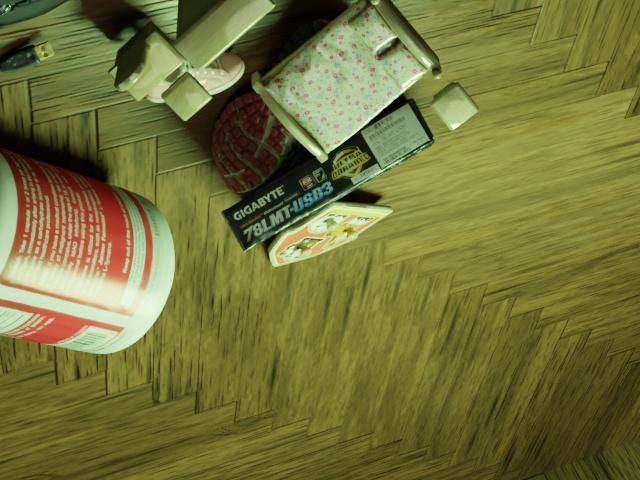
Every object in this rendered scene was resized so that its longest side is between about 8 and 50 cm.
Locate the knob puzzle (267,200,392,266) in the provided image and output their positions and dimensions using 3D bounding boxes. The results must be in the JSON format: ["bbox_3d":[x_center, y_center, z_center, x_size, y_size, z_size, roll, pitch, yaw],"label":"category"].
[{"bbox_3d":[0.000,0.000,2.166,0.213,0.030,0.213,-21,163,-7],"label":"knob puzzle"}]

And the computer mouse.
[{"bbox_3d":[-0.327,-0.259,1.542,0.262,0.060,0.184,-28,148,4],"label":"computer mouse"}]

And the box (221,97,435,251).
[{"bbox_3d":[0.018,-0.091,1.908,0.293,0.073,0.295,-28,-179,5],"label":"box"}]

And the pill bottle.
[{"bbox_3d":[-0.397,0.004,1.721,0.229,0.229,0.408,-41,146,23],"label":"pill bottle"}]

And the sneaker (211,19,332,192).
[{"bbox_3d":[-0.033,-0.169,1.842,0.299,0.121,0.112,-42,158,31],"label":"sneaker"}]

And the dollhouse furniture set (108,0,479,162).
[{"bbox_3d":[-0.025,-0.166,1.633,0.303,0.174,0.355,-38,114,16],"label":"dollhouse furniture set"}]

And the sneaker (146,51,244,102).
[{"bbox_3d":[-0.162,-0.219,1.732,0.134,0.051,0.070,-16,153,-9],"label":"sneaker"}]
